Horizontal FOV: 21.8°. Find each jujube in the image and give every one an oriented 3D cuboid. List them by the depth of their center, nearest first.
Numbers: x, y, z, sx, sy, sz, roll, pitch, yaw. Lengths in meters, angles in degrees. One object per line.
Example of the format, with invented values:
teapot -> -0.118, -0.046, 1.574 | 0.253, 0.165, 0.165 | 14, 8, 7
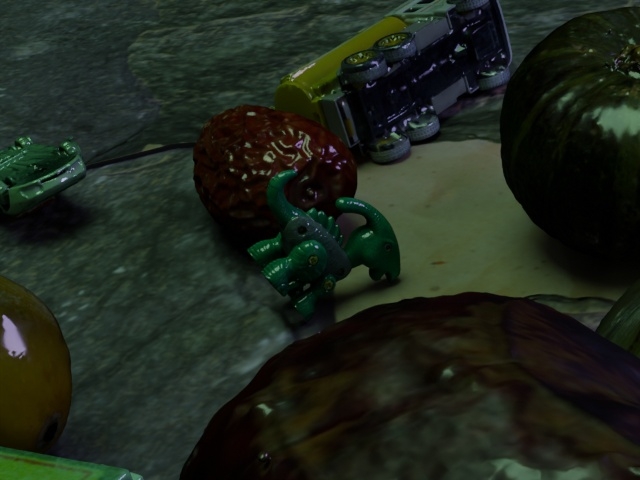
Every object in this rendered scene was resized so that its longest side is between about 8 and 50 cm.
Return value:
jujube -> -0.043, -0.054, 1.359 | 0.112, 0.109, 0.176 | 15, 6, -28

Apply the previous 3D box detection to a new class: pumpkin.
pumpkin -> 0.239, -0.077, 1.220 | 0.223, 0.157, 0.224 | -2, 44, 2

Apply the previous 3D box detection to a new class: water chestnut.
water chestnut -> 0.076, 0.197, 0.674 | 0.350, 0.302, 0.350 | 30, 14, -8

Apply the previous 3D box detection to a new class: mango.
mango -> -0.307, 0.085, 1.136 | 0.329, 0.177, 0.175 | -5, 19, 45

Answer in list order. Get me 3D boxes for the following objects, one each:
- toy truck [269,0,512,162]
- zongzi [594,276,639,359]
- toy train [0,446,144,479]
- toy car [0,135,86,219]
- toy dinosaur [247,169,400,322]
toy truck -> 0.065, -0.153, 1.492 | 0.227, 0.098, 0.114 | -35, 29, -33
zongzi -> 0.175, 0.128, 0.965 | 0.289, 0.123, 0.260 | -52, -6, 10
toy train -> -0.222, 0.199, 0.912 | 0.271, 0.159, 0.188 | 5, 27, 31
toy car -> -0.270, -0.050, 1.489 | 0.093, 0.058, 0.186 | -29, 20, -27
toy dinosaur -> 0.000, 0.000, 1.229 | 0.096, 0.132, 0.059 | -39, 32, 0
